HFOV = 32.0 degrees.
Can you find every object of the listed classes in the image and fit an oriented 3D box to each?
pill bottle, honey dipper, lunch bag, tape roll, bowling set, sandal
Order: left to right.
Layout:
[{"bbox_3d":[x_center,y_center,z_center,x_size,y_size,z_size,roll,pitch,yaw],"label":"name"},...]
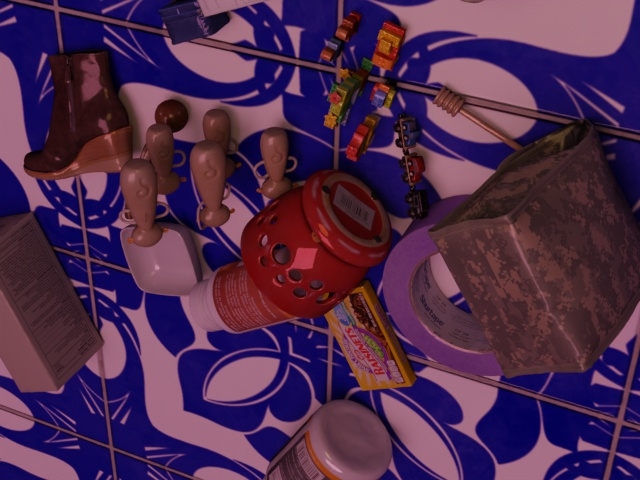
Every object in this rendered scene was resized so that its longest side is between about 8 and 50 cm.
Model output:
[{"bbox_3d":[-0.295,-0.100,1.887,0.049,0.072,0.180,19,128,-11],"label":"sandal"},{"bbox_3d":[-0.186,-0.337,1.654,0.098,0.067,0.065,-8,117,32],"label":"lunch bag"},{"bbox_3d":[-0.192,-0.122,1.769,0.287,0.200,0.154,-12,130,-13],"label":"bowling set"},{"bbox_3d":[-0.113,0.089,1.870,0.216,0.121,0.121,-16,112,35],"label":"pill bottle"},{"bbox_3d":[-0.003,0.418,2.012,0.162,0.162,0.278,38,132,1],"label":"pill bottle"},{"bbox_3d":[0.236,0.070,1.686,0.275,0.090,0.274,15,126,21],"label":"tape roll"},{"bbox_3d":[0.232,-0.162,1.569,0.161,0.030,0.030,33,131,2],"label":"honey dipper"},{"bbox_3d":[0.314,0.003,1.475,0.169,0.287,0.235,-13,111,52],"label":"lunch bag"}]

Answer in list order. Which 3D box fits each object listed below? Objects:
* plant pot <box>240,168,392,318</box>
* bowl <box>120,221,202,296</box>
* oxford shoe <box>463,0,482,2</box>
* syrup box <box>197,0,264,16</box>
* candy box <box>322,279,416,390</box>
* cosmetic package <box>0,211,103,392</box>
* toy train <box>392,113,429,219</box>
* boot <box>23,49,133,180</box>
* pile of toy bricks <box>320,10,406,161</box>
[{"bbox_3d":[0.000,0.000,1.703,0.191,0.191,0.174,46,129,-6],"label":"plant pot"},{"bbox_3d":[-0.272,0.025,1.961,0.142,0.053,0.142,2,123,28],"label":"bowl"},{"bbox_3d":[0.277,-0.468,1.272,0.169,0.130,0.449,60,138,36],"label":"oxford shoe"},{"bbox_3d":[-0.064,-0.388,1.533,0.237,0.093,0.096,-8,117,33],"label":"syrup box"},{"bbox_3d":[0.076,0.163,1.880,0.105,0.027,0.206,-10,116,38],"label":"candy box"},{"bbox_3d":[-0.557,0.119,2.116,0.113,0.160,0.309,-6,117,33],"label":"cosmetic package"},{"bbox_3d":[0.135,-0.108,1.632,0.036,0.027,0.158,-1,103,46],"label":"toy train"},{"bbox_3d":[-0.424,-0.212,1.882,0.248,0.090,0.206,-3,108,32],"label":"boot"},{"bbox_3d":[0.041,-0.213,1.587,0.118,0.105,0.212,27,130,11],"label":"pile of toy bricks"}]
